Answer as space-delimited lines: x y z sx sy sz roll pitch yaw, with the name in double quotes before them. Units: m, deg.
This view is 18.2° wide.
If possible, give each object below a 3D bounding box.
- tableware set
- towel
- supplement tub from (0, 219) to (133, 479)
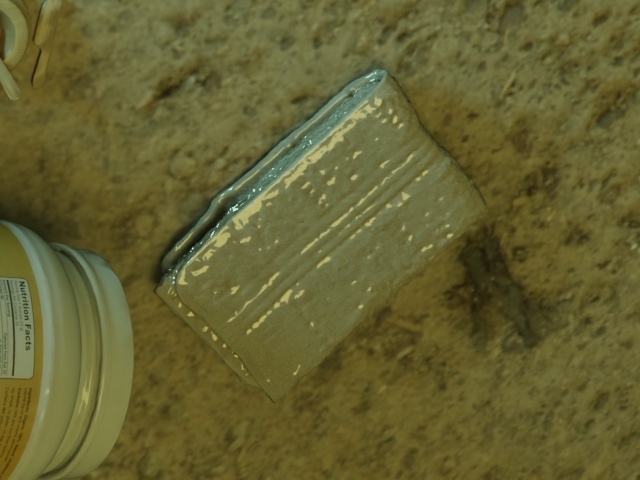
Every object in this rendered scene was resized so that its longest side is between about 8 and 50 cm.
"tableware set" -0.256 -0.210 1.570 0.128 0.039 0.194 6 112 -25
"towel" 0.000 0.000 1.777 0.282 0.049 0.187 -41 124 0
"supplement tub" -0.329 0.090 1.564 0.316 0.228 0.228 5 113 -36
